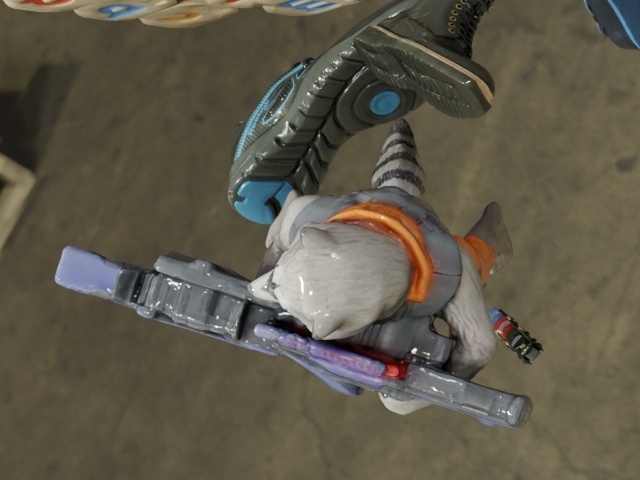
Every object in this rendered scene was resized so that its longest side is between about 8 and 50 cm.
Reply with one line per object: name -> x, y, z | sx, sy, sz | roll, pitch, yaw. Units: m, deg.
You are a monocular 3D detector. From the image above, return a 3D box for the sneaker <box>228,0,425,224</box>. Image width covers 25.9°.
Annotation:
sneaker -> 0.009, -0.170, 1.540 | 0.341, 0.125, 0.139 | -40, 40, 26

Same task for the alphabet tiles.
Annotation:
alphabet tiles -> -0.061, -0.179, 0.885 | 0.278, 0.284, 0.021 | -8, 85, 45

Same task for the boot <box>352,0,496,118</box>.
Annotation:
boot -> 0.129, -0.193, 1.269 | 0.137, 0.077, 0.198 | -40, 38, -9

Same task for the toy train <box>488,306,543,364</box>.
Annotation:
toy train -> 0.198, 0.097, 1.458 | 0.027, 0.036, 0.158 | -51, 9, 3

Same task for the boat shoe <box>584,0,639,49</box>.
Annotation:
boat shoe -> 0.330, -0.322, 1.686 | 0.089, 0.258, 0.109 | 19, 60, 44

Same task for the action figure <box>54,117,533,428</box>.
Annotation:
action figure -> 0.000, 0.000, 0.997 | 0.330, 0.341, 0.178 | -60, -14, -80
